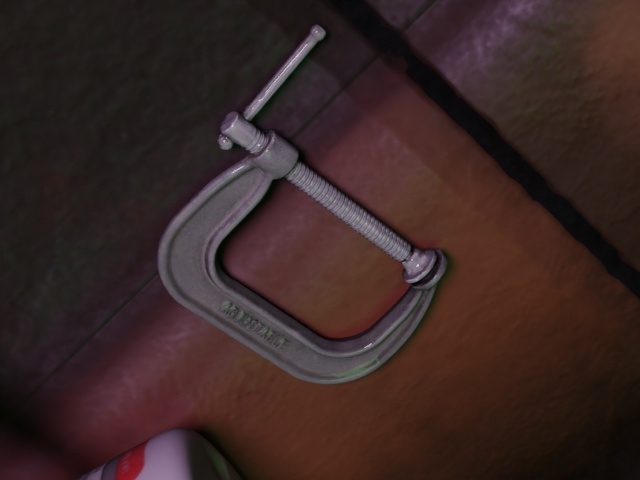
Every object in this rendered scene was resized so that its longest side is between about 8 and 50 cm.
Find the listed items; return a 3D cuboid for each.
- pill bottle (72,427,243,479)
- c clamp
[{"bbox_3d":[-0.149,0.222,0.640,0.283,0.161,0.161,-29,125,3],"label":"pill bottle"},{"bbox_3d":[0.000,0.000,0.626,0.137,0.022,0.160,-41,123,11],"label":"c clamp"}]
